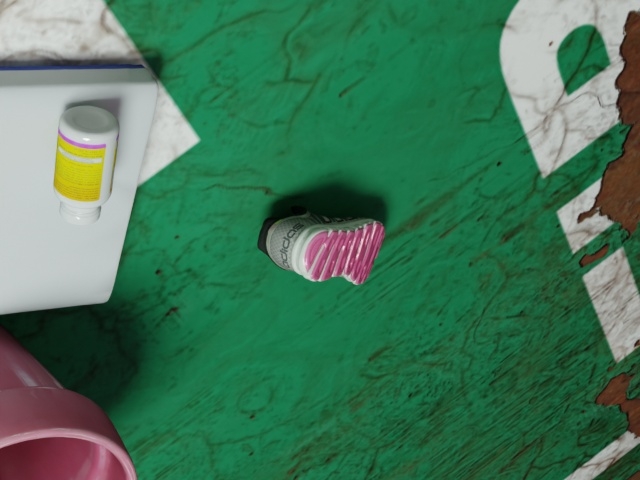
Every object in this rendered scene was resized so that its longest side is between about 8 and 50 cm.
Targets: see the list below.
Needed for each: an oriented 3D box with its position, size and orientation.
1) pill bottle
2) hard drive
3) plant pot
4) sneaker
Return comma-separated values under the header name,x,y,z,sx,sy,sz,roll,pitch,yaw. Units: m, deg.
name,x,y,z,sx,sy,sz,roll,pitch,yaw
pill bottle,-0.171,-0.053,1.022,0.043,0.043,0.083,-10,131,-30
hard drive,-0.288,-0.028,1.024,0.319,0.040,0.210,-6,129,-33
plant pot,-0.269,0.163,1.106,0.201,0.180,0.201,-21,137,-21
sneaker,0.000,0.000,1.258,0.170,0.075,0.063,-2,112,-64
